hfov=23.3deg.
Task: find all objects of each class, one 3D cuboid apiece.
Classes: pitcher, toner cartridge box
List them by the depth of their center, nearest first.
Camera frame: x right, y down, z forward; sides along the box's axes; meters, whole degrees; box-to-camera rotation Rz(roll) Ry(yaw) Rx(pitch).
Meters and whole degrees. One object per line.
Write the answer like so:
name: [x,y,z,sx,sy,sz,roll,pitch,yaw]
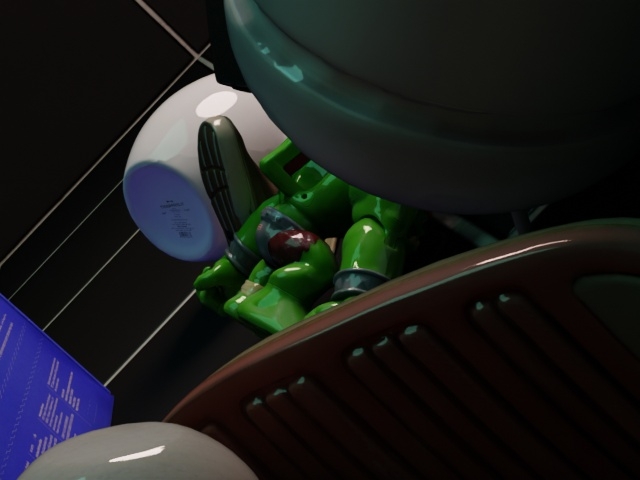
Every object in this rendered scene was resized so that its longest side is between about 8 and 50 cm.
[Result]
toner cartridge box: [-0.220,0.125,0.983,0.075,0.165,0.348,-46,12,6]
pitcher: [-0.029,-0.076,1.119,0.178,0.125,0.207,-9,25,45]

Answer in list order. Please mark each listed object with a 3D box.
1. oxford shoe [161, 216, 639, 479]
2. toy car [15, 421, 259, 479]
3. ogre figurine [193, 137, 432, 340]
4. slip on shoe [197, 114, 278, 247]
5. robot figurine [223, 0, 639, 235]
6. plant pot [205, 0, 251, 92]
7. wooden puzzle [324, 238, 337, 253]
oxford shoe: [0.003,0.075,0.518,0.348,0.123,0.130,-35,11,38]
toy car: [0.000,0.124,0.368,0.136,0.159,0.182,-12,9,-15]
ogre figurine: [0.000,0.000,0.814,0.118,0.097,0.197,-60,3,-5]
slip on shoe: [-0.037,-0.017,0.922,0.041,0.135,0.051,-25,28,-17]
robot figurine: [0.070,-0.153,0.605,0.200,0.300,0.353,-30,-34,-37]
plant pot: [0.037,-0.150,0.870,0.187,0.188,0.167,16,93,57]
wooden puzzle: [-0.012,0.009,1.003,0.116,0.014,0.078,-42,13,20]
